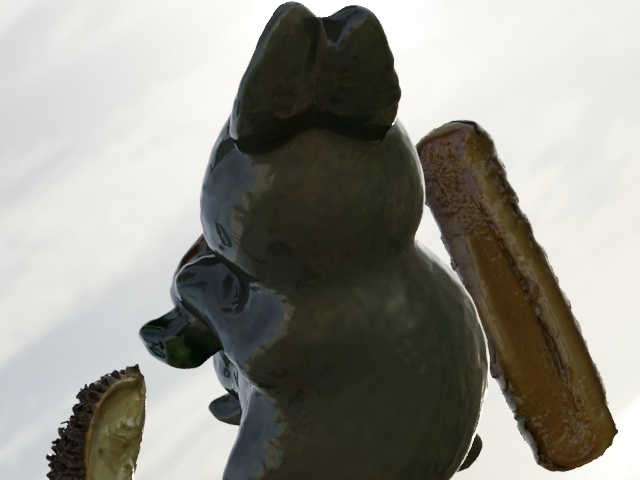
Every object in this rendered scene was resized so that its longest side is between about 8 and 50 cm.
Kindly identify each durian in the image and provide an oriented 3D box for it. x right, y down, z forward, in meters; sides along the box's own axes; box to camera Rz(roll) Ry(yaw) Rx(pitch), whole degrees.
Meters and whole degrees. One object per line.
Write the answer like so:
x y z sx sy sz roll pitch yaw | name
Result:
-0.152 0.142 1.306 0.052 0.066 0.130 140 144 -63 | durian

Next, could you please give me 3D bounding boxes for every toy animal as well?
0.002 -0.002 0.742 0.127 0.125 0.251 -26 -45 -31 | toy animal

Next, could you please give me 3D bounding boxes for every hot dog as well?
0.150 0.043 1.482 0.083 0.289 0.068 -22 -8 -3 | hot dog
